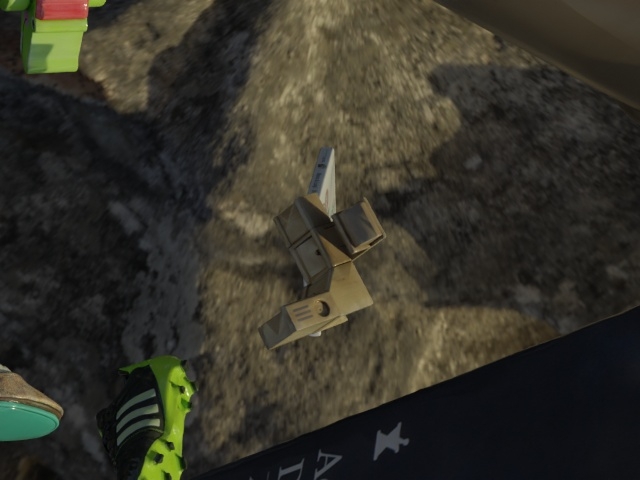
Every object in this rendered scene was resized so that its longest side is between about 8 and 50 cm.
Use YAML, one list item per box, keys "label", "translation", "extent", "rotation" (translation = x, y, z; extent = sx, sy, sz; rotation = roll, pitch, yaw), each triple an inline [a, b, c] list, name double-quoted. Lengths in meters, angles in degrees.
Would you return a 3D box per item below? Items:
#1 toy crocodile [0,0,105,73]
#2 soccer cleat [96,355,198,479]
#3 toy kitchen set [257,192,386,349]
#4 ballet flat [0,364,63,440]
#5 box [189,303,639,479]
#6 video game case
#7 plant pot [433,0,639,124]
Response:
- label: "toy crocodile"
  translation: [-0.274, -0.329, 1.329]
  extent: [0.115, 0.105, 0.340]
  rotation: [-3, 126, -30]
- label: "soccer cleat"
  translation: [-0.143, 0.160, 0.970]
  extent: [0.072, 0.179, 0.060]
  rotation: [-11, 123, 12]
- label: "toy kitchen set"
  translation: [-0.007, 0.011, 0.788]
  extent: [0.068, 0.075, 0.083]
  rotation: [-37, 76, 43]
- label: "ballet flat"
  translation: [-0.444, 0.177, 1.478]
  extent: [0.108, 0.316, 0.106]
  rotation: [-35, 62, 29]
- label: "box"
  translation: [0.108, 0.226, 0.526]
  extent: [0.395, 0.293, 0.212]
  rotation: [-27, 128, 37]
- label: "video game case"
  translation: [0.000, 0.000, 1.349]
  extent: [0.019, 0.143, 0.157]
  rotation: [3, 124, 8]
- label: "plant pot"
  translation: [0.191, -0.239, 0.806]
  extent: [0.280, 0.323, 0.323]
  rotation: [10, 104, -18]
